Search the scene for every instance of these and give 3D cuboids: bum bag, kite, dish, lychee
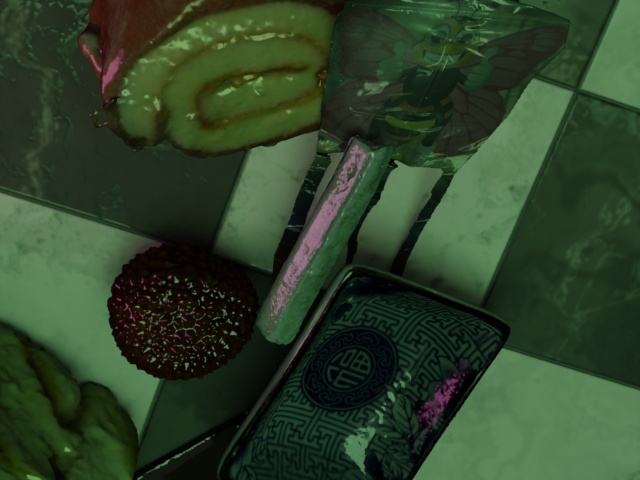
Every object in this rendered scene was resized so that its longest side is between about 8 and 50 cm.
[{"bbox_3d":[-0.088,0.227,1.710,0.159,0.026,0.109,-30,113,10],"label":"bum bag"},{"bbox_3d":[0.059,-0.075,1.515,0.204,0.022,0.360,4,136,-24],"label":"kite"},{"bbox_3d":[0.030,0.124,1.630,0.182,0.080,0.243,21,112,-29],"label":"dish"},{"bbox_3d":[-0.116,0.060,1.582,0.129,0.123,0.123,-25,113,17],"label":"lychee"}]

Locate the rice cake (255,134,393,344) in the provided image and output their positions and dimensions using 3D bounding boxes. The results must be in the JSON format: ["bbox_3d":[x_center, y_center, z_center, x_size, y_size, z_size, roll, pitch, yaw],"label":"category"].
[{"bbox_3d":[0.001,0.000,1.515,0.033,0.033,0.208,2,127,-44],"label":"rice cake"}]

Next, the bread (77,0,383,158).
[{"bbox_3d":[-0.075,-0.167,1.469,0.244,0.123,0.190,-18,137,1],"label":"bread"}]

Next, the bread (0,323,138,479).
[{"bbox_3d":[-0.368,0.192,1.555,0.395,0.264,0.239,38,111,-19],"label":"bread"}]
